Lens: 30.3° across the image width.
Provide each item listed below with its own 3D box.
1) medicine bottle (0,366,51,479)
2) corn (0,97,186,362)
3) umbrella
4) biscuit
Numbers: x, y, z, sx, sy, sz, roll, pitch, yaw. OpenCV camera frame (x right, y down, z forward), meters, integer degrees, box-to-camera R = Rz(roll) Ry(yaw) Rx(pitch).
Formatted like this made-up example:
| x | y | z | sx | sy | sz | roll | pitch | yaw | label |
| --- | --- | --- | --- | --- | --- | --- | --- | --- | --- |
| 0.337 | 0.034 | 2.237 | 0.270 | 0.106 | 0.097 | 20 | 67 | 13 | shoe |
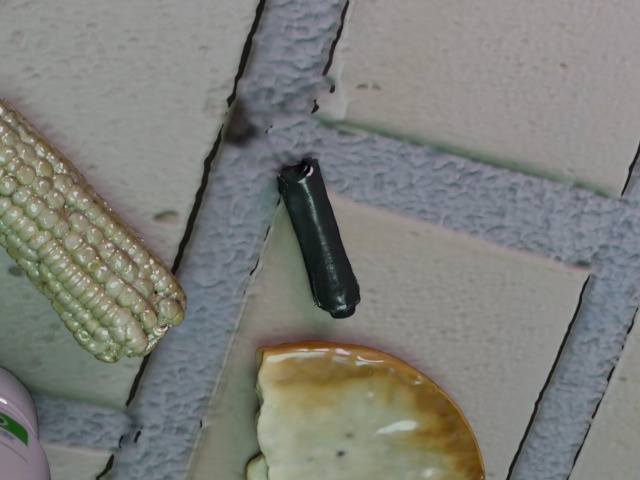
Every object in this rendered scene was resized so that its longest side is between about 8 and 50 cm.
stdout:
| x | y | z | sx | sy | sz | roll | pitch | yaw | label |
| --- | --- | --- | --- | --- | --- | --- | --- | --- | --- |
| -0.248 | 0.174 | 0.787 | 0.139 | 0.237 | 0.139 | -4 | 110 | -12 | medicine bottle |
| -0.183 | -0.004 | 0.833 | 0.087 | 0.087 | 0.211 | -39 | 106 | 1 | corn |
| -0.002 | 0.001 | 0.900 | 0.036 | 0.031 | 0.133 | -11 | 112 | 19 | umbrella |
| 0.035 | 0.221 | 0.973 | 0.204 | 0.040 | 0.309 | -2 | 108 | -12 | biscuit |
